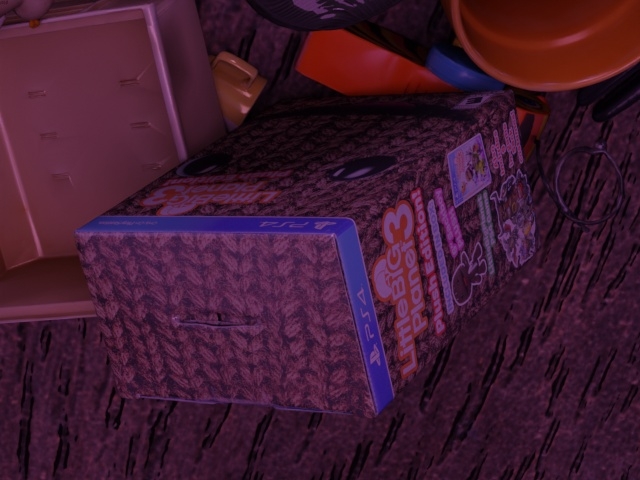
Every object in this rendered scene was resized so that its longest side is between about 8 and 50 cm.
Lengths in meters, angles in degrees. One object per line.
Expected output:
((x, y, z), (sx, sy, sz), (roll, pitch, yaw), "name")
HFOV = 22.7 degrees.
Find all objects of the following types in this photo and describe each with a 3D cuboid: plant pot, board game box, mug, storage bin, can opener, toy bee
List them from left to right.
((-0.214, -0.077, 1.375), (0.260, 0.123, 0.262), (-5, 113, 18), "storage bin")
((-0.085, -0.138, 1.412), (0.064, 0.062, 0.078), (32, 116, -3), "mug")
((0.000, 0.000, 1.235), (0.232, 0.291, 0.141), (1, 114, 33), "board game box")
((0.128, -0.105, 1.395), (0.195, 0.162, 0.298), (-44, 81, 23), "toy bee")
((0.177, -0.256, 1.280), (0.205, 0.188, 0.205), (-8, 131, -10), "plant pot")
((0.307, -0.168, 1.405), (0.186, 0.073, 0.059), (-30, 117, 20), "can opener")

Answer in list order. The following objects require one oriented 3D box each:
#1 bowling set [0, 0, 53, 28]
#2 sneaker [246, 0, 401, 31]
((-0.311, -0.304, 1.203), (0.200, 0.154, 0.287), (25, 121, 33), "bowling set")
((0.066, -0.315, 1.207), (0.169, 0.257, 0.447), (37, 74, -10), "sneaker")
